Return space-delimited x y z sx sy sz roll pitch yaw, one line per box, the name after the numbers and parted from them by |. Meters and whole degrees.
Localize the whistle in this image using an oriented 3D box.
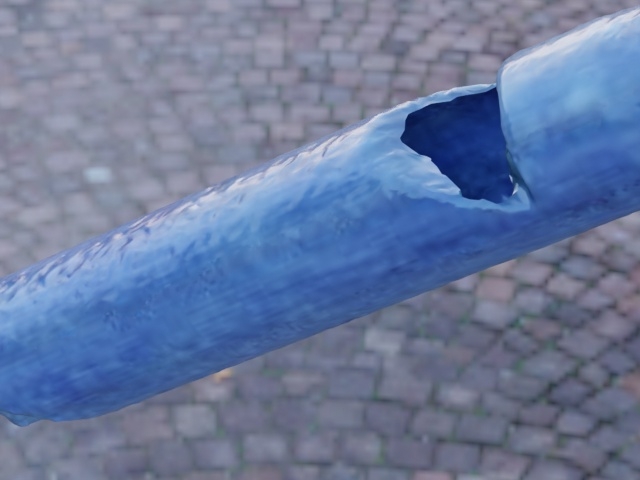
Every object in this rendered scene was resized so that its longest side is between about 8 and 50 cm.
0.000 0.000 0.617 0.304 0.062 0.062 -22 23 27 | whistle
